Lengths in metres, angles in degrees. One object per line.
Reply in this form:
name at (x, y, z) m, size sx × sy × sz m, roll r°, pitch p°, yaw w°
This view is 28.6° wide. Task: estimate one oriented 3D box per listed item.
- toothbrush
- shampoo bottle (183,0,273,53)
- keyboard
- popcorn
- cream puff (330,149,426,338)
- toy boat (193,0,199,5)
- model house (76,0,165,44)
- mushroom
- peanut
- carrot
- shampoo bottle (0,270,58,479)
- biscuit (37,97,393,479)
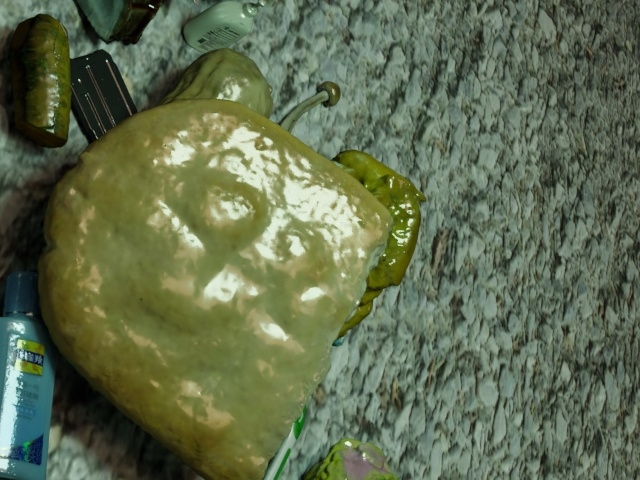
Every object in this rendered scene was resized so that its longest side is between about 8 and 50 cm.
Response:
toothbrush at (-0.042, 0.262, 1.827) m, size 0.418 × 0.040 × 0.042 m, roll -62°, pitch 143°, yaw -37°
shampoo bottle at (-0.135, -0.332, 1.888) m, size 0.077 × 0.152 × 0.045 m, roll 20°, pitch 61°, yaw -40°
keyboard at (-0.280, -0.139, 1.751) m, size 0.106 × 0.016 × 0.262 m, roll -29°, pitch 96°, yaw -50°
popcorn at (0.042, 0.359, 1.809) m, size 0.126 × 0.126 × 0.145 m, roll 30°, pitch 47°, yaw -27°
cream puff at (-0.001, 0.001, 1.801) m, size 0.324 × 0.257 × 0.291 m, roll 14°, pitch 65°, yaw -48°
toy boat at (-0.125, -0.443, 1.977) m, size 0.219 × 0.072 × 0.318 m, roll 40°, pitch 38°, yaw -30°
model house at (-0.274, -0.368, 1.809) m, size 0.152 × 0.106 × 0.165 m, roll -12°, pitch 119°, yaw -60°
mushroom at (-0.040, -0.163, 2.012) m, size 0.068 × 0.043 × 0.306 m, roll 35°, pitch 50°, yaw -7°
peanut at (-0.157, -0.184, 1.786) m, size 0.291 × 0.143 × 0.159 m, roll -53°, pitch 154°, yaw -52°
carrot at (-0.366, -0.208, 1.640) m, size 0.082 × 0.082 × 0.173 m, roll 15°, pitch 66°, yaw -43°
shampoo bottle at (-0.363, 0.161, 1.497) m, size 0.104 × 0.061 × 0.258 m, roll 24°, pitch 57°, yaw -42°
biscuit at (-0.128, 0.034, 1.576) m, size 0.446 × 0.104 × 0.429 m, roll 43°, pitch 75°, yaw -16°
